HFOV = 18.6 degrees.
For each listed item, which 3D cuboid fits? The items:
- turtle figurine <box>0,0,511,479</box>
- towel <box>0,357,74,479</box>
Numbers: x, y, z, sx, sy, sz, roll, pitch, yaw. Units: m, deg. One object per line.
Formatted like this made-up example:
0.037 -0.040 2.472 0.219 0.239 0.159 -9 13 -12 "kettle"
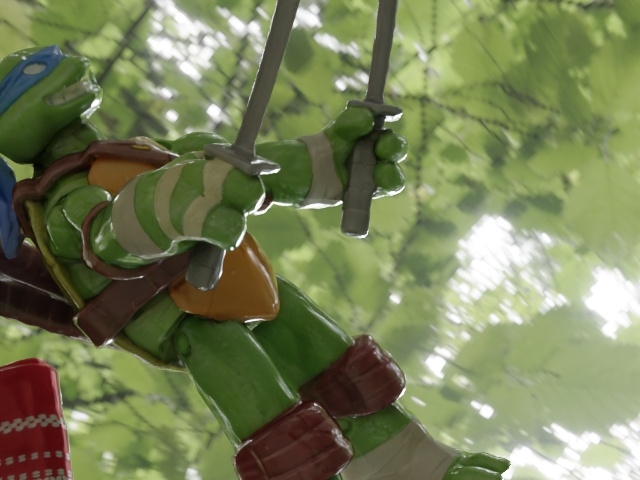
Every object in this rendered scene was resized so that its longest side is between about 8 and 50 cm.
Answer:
0.000 0.000 0.797 0.274 0.198 0.266 -33 -85 -7 "turtle figurine"
-0.188 0.183 0.797 0.198 0.031 0.275 -12 -123 -2 "towel"
